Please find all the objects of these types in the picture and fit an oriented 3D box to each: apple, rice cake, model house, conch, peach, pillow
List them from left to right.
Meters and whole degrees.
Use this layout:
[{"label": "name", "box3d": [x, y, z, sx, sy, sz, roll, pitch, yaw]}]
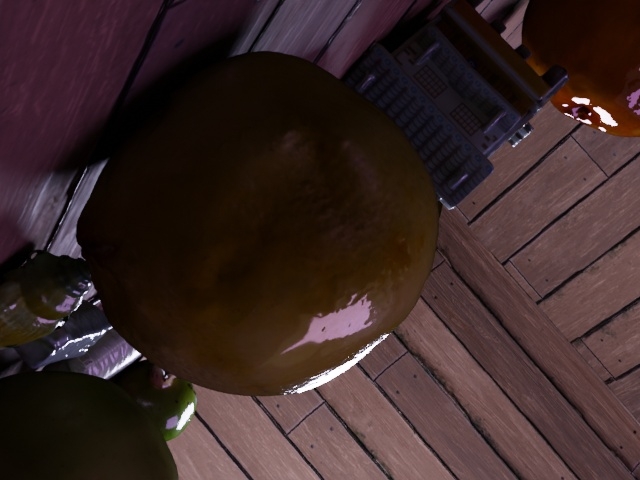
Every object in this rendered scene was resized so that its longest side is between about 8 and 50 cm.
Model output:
[{"label": "conch", "box3d": [-0.298, 0.063, 1.225, 0.201, 0.079, 0.095, -33, 157, 6]}, {"label": "apple", "box3d": [-0.351, 0.336, 1.613, 0.357, 0.357, 0.357, -40, 175, -4]}, {"label": "rice cake", "box3d": [-0.314, 0.106, 1.483, 0.063, 0.069, 0.206, -43, 177, 5]}, {"label": "pillow", "box3d": [-0.310, 0.155, 1.851, 0.254, 0.078, 0.144, -36, 179, -38]}, {"label": "peach", "box3d": [-0.058, -0.006, 1.164, 0.315, 0.314, 0.281, -37, -171, -29]}, {"label": "model house", "box3d": [0.169, -0.189, 1.659, 0.215, 0.224, 0.198, -42, 178, -25]}, {"label": "peach", "box3d": [0.511, -0.343, 2.152, 0.301, 0.343, 0.343, -62, 175, -1]}]

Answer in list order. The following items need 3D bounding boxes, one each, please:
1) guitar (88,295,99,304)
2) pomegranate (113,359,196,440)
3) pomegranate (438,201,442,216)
[{"label": "guitar", "box3d": [-0.276, 0.072, 1.674, 0.233, 0.025, 0.088, -37, 175, -38]}, {"label": "pomegranate", "box3d": [-0.335, 0.306, 2.537, 0.181, 0.181, 0.224, -35, 152, -49]}, {"label": "pomegranate", "box3d": [0.048, -0.061, 1.944, 0.302, 0.236, 0.236, -24, 168, -27]}]
